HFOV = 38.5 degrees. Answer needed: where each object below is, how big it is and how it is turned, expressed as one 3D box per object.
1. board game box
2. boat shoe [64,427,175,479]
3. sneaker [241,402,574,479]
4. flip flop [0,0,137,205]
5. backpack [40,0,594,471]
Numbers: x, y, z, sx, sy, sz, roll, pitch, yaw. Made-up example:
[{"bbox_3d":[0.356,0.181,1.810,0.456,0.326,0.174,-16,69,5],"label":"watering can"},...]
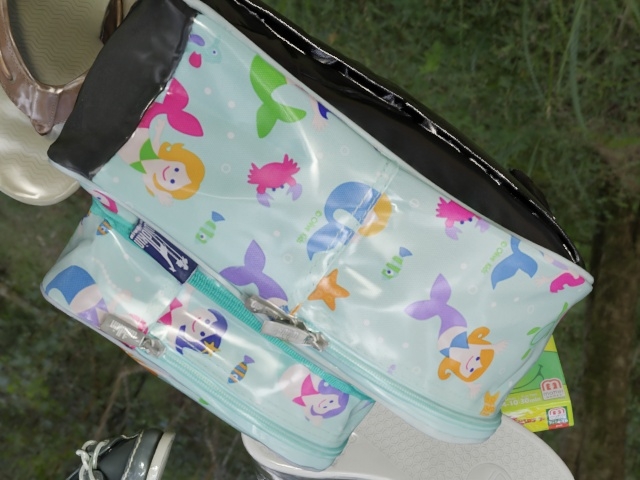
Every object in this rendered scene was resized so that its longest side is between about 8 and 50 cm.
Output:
[{"bbox_3d":[0.187,0.107,0.921,0.092,0.181,0.043,-12,133,10],"label":"board game box"},{"bbox_3d":[-0.252,0.289,1.076,0.099,0.116,0.319,26,145,-9],"label":"boat shoe"},{"bbox_3d":[0.070,0.199,0.813,0.295,0.105,0.147,14,157,-3],"label":"sneaker"},{"bbox_3d":[-0.162,-0.136,0.577,0.112,0.080,0.277,23,121,-17],"label":"flip flop"},{"bbox_3d":[0.000,0.000,0.469,0.253,0.191,0.225,28,-175,-4],"label":"backpack"}]
